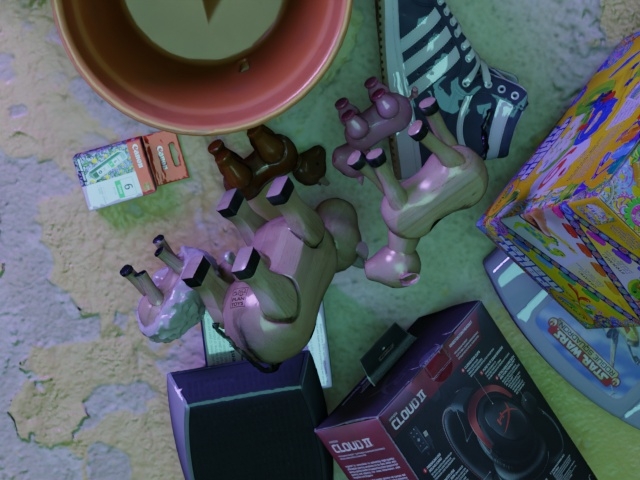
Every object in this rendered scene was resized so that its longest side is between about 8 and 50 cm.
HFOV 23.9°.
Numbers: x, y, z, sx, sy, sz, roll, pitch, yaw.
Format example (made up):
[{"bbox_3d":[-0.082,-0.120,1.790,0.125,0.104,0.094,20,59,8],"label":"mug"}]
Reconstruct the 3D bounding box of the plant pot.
[{"bbox_3d":[-0.120,-0.262,1.537,0.291,0.203,0.290,-1,102,-4],"label":"plant pot"}]

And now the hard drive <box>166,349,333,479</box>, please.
[{"bbox_3d":[-0.071,0.234,1.664,0.172,0.054,0.254,-9,132,-2],"label":"hard drive"}]

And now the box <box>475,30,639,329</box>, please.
[{"bbox_3d":[0.353,-0.078,1.524,0.177,0.279,0.290,42,75,-10],"label":"box"}]

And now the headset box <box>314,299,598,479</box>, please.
[{"bbox_3d":[0.146,0.224,1.646,0.218,0.110,0.293,-44,106,-39],"label":"headset box"}]

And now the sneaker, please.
[{"bbox_3d":[0.139,-0.209,1.616,0.153,0.099,0.282,-6,109,3],"label":"sneaker"}]

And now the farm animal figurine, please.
[{"bbox_3d":[0.000,0.000,1.546,0.326,0.330,0.172,-54,123,-24],"label":"farm animal figurine"}]

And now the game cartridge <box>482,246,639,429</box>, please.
[{"bbox_3d":[0.337,0.078,1.714,0.297,0.062,0.198,43,92,-11],"label":"game cartridge"}]

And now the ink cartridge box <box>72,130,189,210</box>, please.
[{"bbox_3d":[-0.207,-0.079,1.658,0.115,0.029,0.062,-16,102,0],"label":"ink cartridge box"}]

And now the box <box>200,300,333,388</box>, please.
[{"bbox_3d":[-0.062,0.106,1.678,0.137,0.072,0.126,-7,94,-3],"label":"box"}]
